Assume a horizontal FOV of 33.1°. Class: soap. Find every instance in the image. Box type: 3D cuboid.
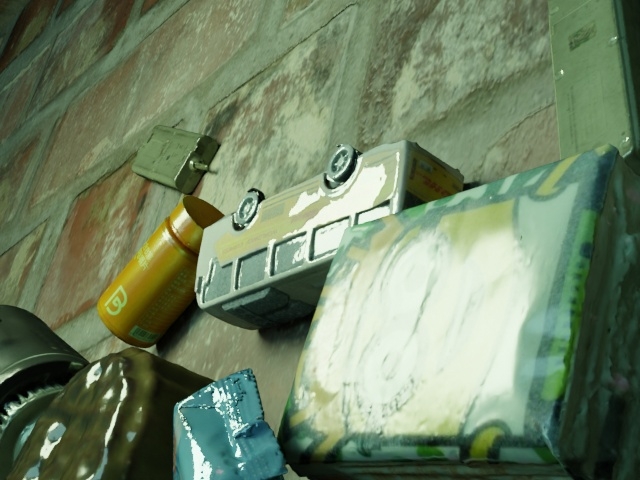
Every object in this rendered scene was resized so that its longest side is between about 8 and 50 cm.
[{"bbox_3d":[-0.077,0.268,0.882,0.156,0.077,0.293,-127,36,-65],"label":"soap"}]

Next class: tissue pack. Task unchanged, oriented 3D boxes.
[{"bbox_3d":[0.115,0.082,0.821,0.310,0.128,0.228,-16,50,51],"label":"tissue pack"}]

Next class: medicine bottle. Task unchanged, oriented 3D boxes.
[{"bbox_3d":[-0.196,0.042,1.383,0.192,0.096,0.096,-48,30,18],"label":"medicine bottle"}]

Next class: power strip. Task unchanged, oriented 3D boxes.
[{"bbox_3d":[-0.222,-0.126,1.653,0.092,0.034,0.268,-60,28,-5],"label":"power strip"},{"bbox_3d":[0.241,-0.134,0.919,0.078,0.052,0.272,-33,38,38],"label":"power strip"}]

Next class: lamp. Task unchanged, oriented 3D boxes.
[{"bbox_3d":[-0.378,0.218,1.370,0.272,0.374,0.205,31,81,30],"label":"lamp"}]

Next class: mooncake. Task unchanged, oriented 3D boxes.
[{"bbox_3d":[-0.218,0.254,1.141,0.290,0.161,0.290,-39,32,30],"label":"mooncake"}]

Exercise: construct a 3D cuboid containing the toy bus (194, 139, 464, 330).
[{"bbox_3d":[0.000,0.000,1.124,0.342,0.097,0.138,-23,51,45],"label":"toy bus"}]
